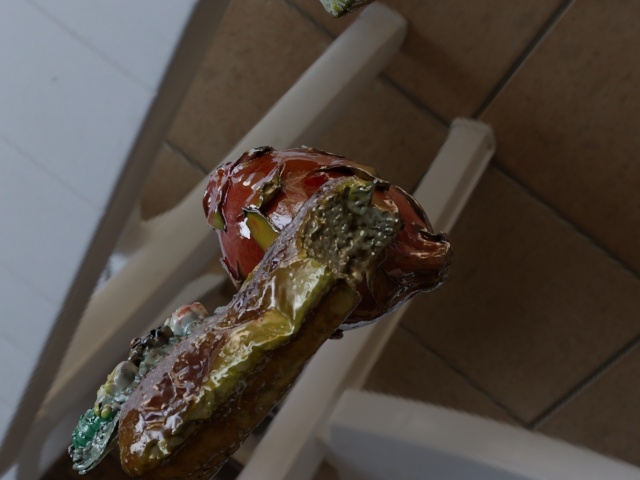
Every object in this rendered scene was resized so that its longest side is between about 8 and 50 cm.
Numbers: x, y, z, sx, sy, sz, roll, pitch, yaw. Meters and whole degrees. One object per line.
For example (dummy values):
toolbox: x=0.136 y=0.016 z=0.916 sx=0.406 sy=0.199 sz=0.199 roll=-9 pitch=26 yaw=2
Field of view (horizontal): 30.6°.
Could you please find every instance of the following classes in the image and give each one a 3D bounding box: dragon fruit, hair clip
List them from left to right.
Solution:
hair clip: x=-0.234 y=0.177 z=1.570 sx=0.091 sy=0.321 sz=0.138 roll=47 pitch=130 yaw=0
dragon fruit: x=0.004 y=0.001 z=1.444 sx=0.315 sy=0.250 sz=0.250 roll=13 pitch=134 yaw=-5

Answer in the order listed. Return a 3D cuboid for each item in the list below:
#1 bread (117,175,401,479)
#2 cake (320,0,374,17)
bread: x=-0.061 y=0.093 z=1.201 sx=0.109 sy=0.185 sz=0.380 roll=41 pitch=93 yaw=-9
cake: x=0.031 y=-0.282 z=0.884 sx=0.179 sy=0.156 sz=0.260 roll=62 pitch=171 yaw=-5
